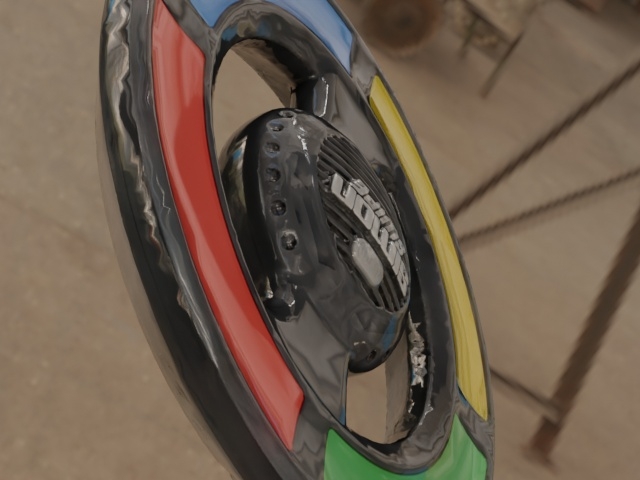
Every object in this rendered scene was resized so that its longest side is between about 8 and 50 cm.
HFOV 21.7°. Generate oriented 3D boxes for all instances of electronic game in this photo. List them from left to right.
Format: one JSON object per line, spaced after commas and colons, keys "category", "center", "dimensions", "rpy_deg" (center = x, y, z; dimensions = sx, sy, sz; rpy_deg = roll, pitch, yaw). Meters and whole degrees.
{"category": "electronic game", "center": [0.000, 0.000, 0.546], "dimensions": [0.229, 0.048, 0.229], "rpy_deg": [49, 30, -41]}
